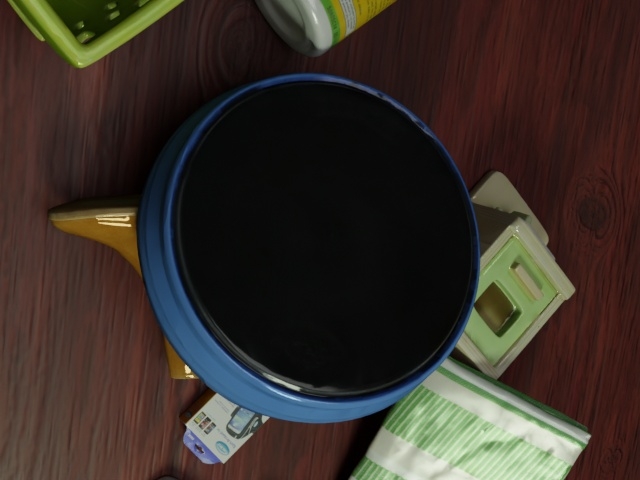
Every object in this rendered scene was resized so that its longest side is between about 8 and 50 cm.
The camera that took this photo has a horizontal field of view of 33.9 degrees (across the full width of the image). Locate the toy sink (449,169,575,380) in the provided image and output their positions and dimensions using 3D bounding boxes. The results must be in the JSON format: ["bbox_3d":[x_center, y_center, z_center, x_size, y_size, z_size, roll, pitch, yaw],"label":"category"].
[{"bbox_3d":[0.232,0.044,1.396,0.234,0.131,0.153,-47,118,-11],"label":"toy sink"}]

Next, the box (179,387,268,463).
[{"bbox_3d":[-0.112,0.213,1.313,0.136,0.028,0.081,-43,117,-10],"label":"box"}]

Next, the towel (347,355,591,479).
[{"bbox_3d":[0.170,0.326,1.381,0.248,0.038,0.325,28,107,-1],"label":"towel"}]

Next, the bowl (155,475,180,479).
[{"bbox_3d":[-0.184,0.379,1.298,0.142,0.053,0.142,45,79,-27],"label":"bowl"}]

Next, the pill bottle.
[{"bbox_3d":[0.049,-0.332,1.210,0.245,0.136,0.136,-38,116,-15],"label":"pill bottle"}]

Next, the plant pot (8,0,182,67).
[{"bbox_3d":[-0.238,-0.324,1.021,0.227,0.207,0.228,-40,117,-14],"label":"plant pot"}]

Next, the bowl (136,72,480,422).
[{"bbox_3d":[0.000,0.000,1.142,0.391,0.077,0.391,6,75,-22],"label":"bowl"}]

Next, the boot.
[{"bbox_3d":[-0.169,0.057,1.203,0.295,0.104,0.211,0,101,-32],"label":"boot"}]
